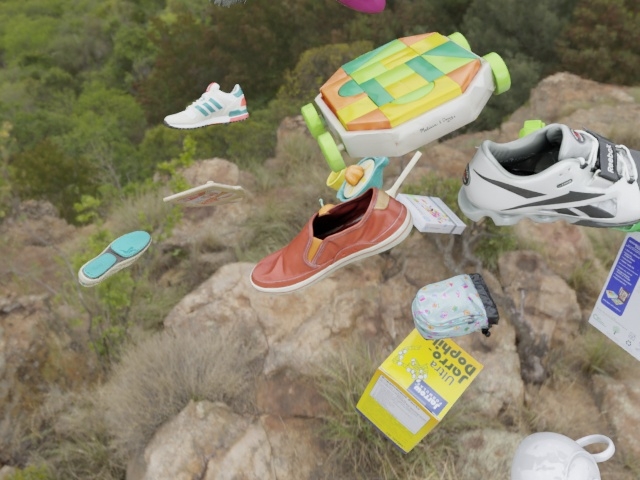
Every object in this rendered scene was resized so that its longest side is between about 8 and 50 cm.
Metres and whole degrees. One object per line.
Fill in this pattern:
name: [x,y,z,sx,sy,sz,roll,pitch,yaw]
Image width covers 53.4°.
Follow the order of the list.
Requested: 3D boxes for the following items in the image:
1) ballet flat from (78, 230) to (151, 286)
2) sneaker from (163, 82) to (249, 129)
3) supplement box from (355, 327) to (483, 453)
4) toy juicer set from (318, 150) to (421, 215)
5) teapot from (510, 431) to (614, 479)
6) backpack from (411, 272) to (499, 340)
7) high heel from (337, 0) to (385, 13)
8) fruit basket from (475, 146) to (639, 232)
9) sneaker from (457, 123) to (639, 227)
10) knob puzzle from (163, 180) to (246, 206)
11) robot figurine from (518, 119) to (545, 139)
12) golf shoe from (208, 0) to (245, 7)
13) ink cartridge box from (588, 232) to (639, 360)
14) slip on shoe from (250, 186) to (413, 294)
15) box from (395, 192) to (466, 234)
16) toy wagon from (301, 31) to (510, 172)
ballet flat: [-0.590,0.056,1.825,0.086,0.086,0.248,26,41,24]
sneaker: [-0.210,-0.246,1.157,0.161,0.075,0.057,-14,15,-26]
supplement box: [0.252,0.398,1.705,0.194,0.356,0.195,40,62,15]
toy juicer set: [0.081,-0.113,1.518,0.090,0.329,0.209,35,70,-22]
teapot: [0.630,0.611,1.628,0.253,0.187,0.255,22,65,-32]
backpack: [0.298,0.152,1.451,0.182,0.115,0.151,-16,50,-2]
high heel: [0.041,-0.659,1.396,0.377,0.181,0.127,31,60,-27]
fruit basket: [0.551,-0.138,1.330,0.353,0.327,0.165,25,93,-18]
sneaker: [0.374,-0.101,0.913,0.331,0.146,0.122,-6,55,-1]
knob puzzle: [-0.283,-0.124,1.674,0.213,0.213,0.029,-8,81,-2]
robot figurine: [0.498,-0.222,1.493,0.067,0.101,0.115,6,88,37]
golf shoe: [-0.189,-0.477,0.936,0.105,0.120,0.272,-38,97,-38]
ink cartridge box: [0.751,0.103,1.464,0.065,0.332,0.165,-12,38,-26]
slip on shoe: [0.000,0.000,1.125,0.332,0.101,0.123,-26,34,29]
box: [0.328,-0.079,1.906,0.186,0.038,0.145,2,39,-39]
toy wagon: [0.101,-0.227,0.944,0.267,0.068,0.344,-26,34,1]
